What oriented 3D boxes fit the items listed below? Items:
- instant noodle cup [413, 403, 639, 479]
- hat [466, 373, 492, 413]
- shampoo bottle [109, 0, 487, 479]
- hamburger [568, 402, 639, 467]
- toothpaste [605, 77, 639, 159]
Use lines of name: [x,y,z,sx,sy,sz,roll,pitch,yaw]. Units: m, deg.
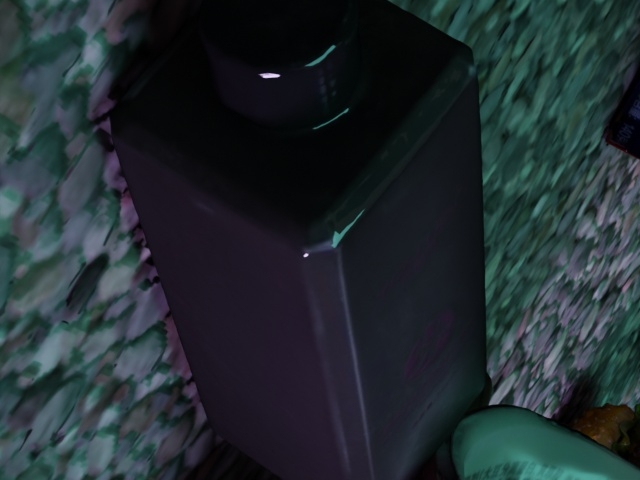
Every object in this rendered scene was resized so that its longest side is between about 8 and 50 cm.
instant noodle cup: [0.048,0.207,0.742,0.255,0.244,0.244,-58,161,20]
hat: [0.037,0.142,0.912,0.175,0.085,0.147,-69,154,-46]
shampoo bottle: [0.000,0.000,0.594,0.080,0.079,0.246,-51,158,-20]
hamburger: [0.178,0.165,1.217,0.137,0.087,0.166,-55,160,-12]
toothpaste: [0.242,-0.068,1.074,0.076,0.066,0.320,-64,160,13]
